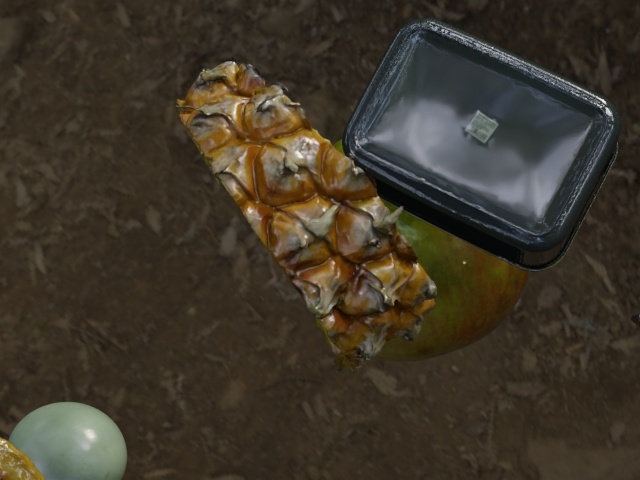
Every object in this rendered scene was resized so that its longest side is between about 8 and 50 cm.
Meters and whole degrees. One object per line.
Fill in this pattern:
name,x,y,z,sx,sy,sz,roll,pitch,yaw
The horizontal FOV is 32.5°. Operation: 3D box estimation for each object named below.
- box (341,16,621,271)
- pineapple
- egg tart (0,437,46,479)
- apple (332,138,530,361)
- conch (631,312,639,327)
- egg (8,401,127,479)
box,0.126,-0.077,0.870,0.201,0.090,0.144,29,88,12
pineapple,0.001,-0.001,0.656,0.079,0.233,0.135,-41,24,-9
egg tart,-0.427,0.322,1.286,0.241,0.241,0.106,-36,10,0
apple,0.088,-0.008,1.112,0.246,0.226,0.246,-18,29,10
conch,0.519,0.109,1.437,0.233,0.086,0.080,-18,33,44
egg,-0.354,0.299,1.524,0.192,0.149,0.149,-5,58,39
